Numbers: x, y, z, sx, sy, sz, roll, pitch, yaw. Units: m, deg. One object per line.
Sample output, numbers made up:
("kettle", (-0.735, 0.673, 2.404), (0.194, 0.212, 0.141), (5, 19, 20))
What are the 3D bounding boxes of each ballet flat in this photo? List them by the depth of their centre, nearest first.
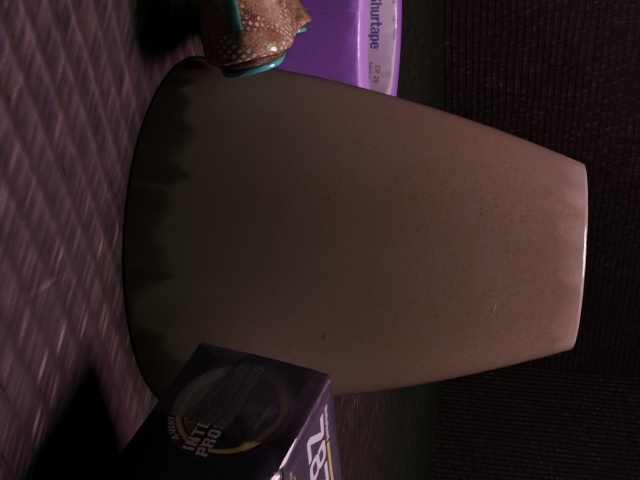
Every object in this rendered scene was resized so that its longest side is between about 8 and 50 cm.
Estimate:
("ballet flat", (-0.045, -0.163, 0.609), (0.206, 0.073, 0.067), (-98, 176, -71))

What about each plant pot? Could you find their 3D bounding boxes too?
("plant pot", (0.042, 0.000, 0.622), (0.256, 0.274, 0.256), (3, 90, -78))

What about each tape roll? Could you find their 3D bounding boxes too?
("tape roll", (0.022, -0.219, 0.901), (0.275, 0.090, 0.275), (5, 90, -78))

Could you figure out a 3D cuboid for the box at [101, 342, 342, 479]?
("box", (-0.073, 0.307, 0.484), (0.318, 0.097, 0.395), (-55, 148, -45))
